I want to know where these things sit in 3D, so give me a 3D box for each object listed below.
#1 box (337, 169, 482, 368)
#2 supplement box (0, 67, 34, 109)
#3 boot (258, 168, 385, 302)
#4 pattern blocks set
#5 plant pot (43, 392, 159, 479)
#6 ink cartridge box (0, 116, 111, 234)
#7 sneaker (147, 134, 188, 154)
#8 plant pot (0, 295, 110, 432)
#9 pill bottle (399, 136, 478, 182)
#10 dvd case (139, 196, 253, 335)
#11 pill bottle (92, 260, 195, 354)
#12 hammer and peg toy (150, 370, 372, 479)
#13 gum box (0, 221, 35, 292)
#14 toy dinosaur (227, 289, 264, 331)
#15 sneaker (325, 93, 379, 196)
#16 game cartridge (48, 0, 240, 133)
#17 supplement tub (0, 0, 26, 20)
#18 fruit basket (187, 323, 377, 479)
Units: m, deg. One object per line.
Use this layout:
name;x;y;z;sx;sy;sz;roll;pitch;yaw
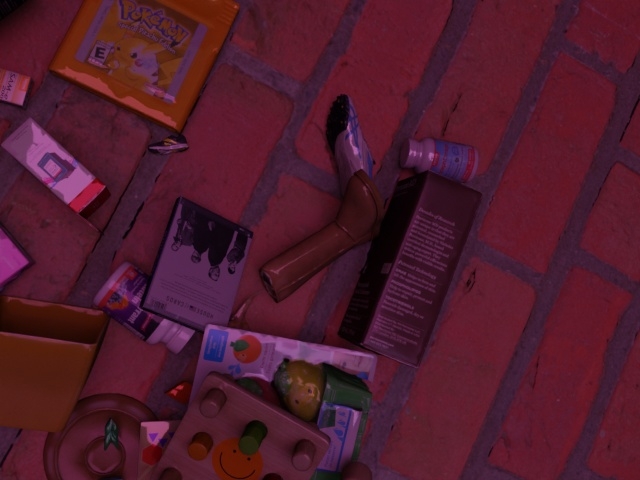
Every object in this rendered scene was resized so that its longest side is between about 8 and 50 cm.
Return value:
box;0.183;0.058;1.365;0.143;0.191;0.381;25;82;-11
supplement box;-0.625;-0.304;1.277;0.099;0.036;0.062;14;85;-12
boot;0.000;0.000;1.316;0.270;0.236;0.089;-32;59;-14
pattern blocks set;-0.275;0.427;1.305;0.325;0.026;0.285;13;84;-23
plant pot;-0.428;0.425;1.290;0.236;0.032;0.236;1;88;-12
ink cartridge box;-0.485;-0.117;1.250;0.231;0.134;0.078;44;79;-8
sneaker;-0.318;-0.200;1.349;0.083;0.031;0.035;-7;75;-17
plant pot;-0.521;0.232;1.200;0.212;0.212;0.187;10;98;-12
pill bottle;0.263;-0.182;1.447;0.160;0.087;0.087;8;86;-12
dvd case;-0.239;0.055;1.288;0.179;0.030;0.238;28;62;-29
pill bottle;-0.339;0.138;1.284;0.193;0.108;0.108;38;80;-9
hammer and peg toy;-0.104;0.430;1.171;0.361;0.127;0.266;30;102;1
gum box;-0.650;0.012;1.243;0.107;0.062;0.188;-40;96;-11
toy dinosaur;-0.186;0.177;1.356;0.093;0.053;0.183;18;91;-27
sneaker;0.072;-0.200;1.414;0.086;0.085;0.237;-9;88;-36
game cartridge;-0.353;-0.424;1.338;0.285;0.053;0.323;25;83;-11
supplement tub;-0.715;-0.442;1.177;0.338;0.207;0.207;-43;97;-12
fruit basket;-0.084;0.353;1.281;0.353;0.165;0.326;12;94;-17
